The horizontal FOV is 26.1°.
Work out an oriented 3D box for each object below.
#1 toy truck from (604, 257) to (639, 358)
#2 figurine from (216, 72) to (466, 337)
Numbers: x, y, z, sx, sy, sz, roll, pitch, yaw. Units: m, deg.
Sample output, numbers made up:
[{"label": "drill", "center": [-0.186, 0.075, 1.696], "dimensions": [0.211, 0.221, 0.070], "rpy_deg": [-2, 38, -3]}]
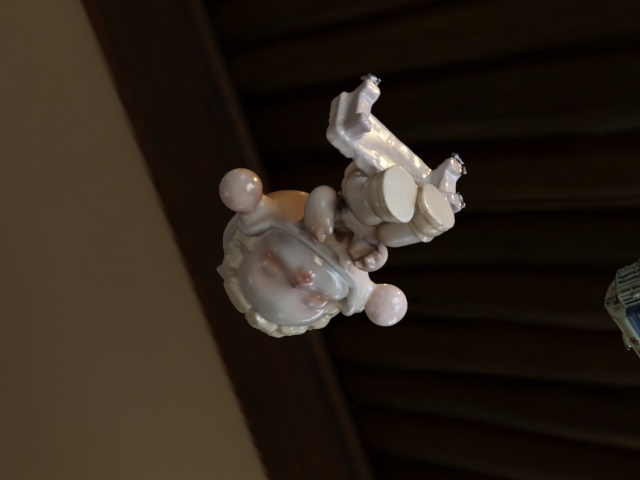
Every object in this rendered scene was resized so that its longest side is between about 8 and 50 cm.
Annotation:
[{"label": "toy truck", "center": [0.356, 0.102, 1.384], "dimensions": [0.088, 0.074, 0.202], "rpy_deg": [-24, -54, 23]}, {"label": "figurine", "center": [-0.003, -0.009, 1.202], "dimensions": [0.256, 0.182, 0.145], "rpy_deg": [-37, -135, 34]}]
